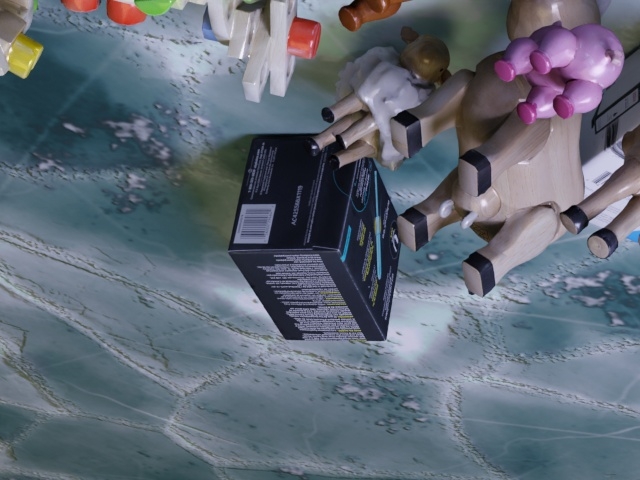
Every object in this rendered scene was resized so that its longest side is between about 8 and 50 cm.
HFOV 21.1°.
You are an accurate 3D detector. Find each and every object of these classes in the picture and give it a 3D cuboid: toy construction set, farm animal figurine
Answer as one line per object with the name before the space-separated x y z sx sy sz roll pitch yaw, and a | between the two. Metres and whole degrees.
toy construction set | -0.159 -0.178 1.216 0.327 0.151 0.215 5 127 -3
farm animal figurine | 0.158 -0.092 1.197 0.330 0.172 0.327 45 152 20

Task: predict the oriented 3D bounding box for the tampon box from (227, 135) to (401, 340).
tampon box | 0.000 0.000 1.506 0.101 0.120 0.161 0 149 18

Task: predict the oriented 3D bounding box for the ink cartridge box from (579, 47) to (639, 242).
ink cartridge box | 0.284 -0.076 1.303 0.148 0.086 0.203 23 149 -18
